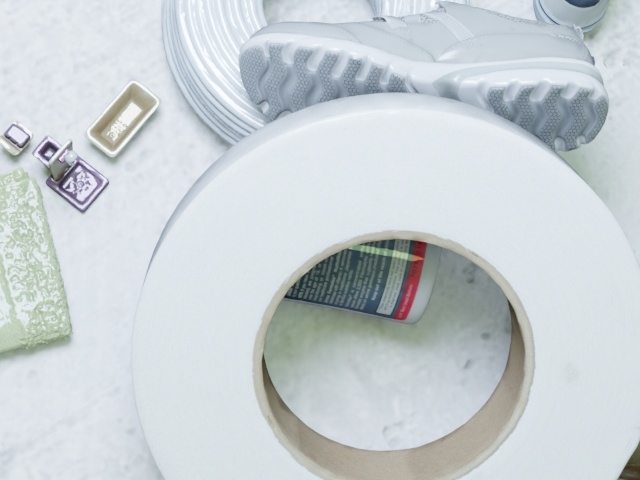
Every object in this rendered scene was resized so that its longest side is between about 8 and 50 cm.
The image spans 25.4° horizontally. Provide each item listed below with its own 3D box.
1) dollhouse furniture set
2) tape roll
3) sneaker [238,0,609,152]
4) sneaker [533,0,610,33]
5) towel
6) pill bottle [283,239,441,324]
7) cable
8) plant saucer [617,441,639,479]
[{"bbox_3d":[-0.191,-0.100,1.143,0.091,0.081,0.114,39,77,1],"label":"dollhouse furniture set"},{"bbox_3d":[0.055,0.084,1.065,0.392,0.072,0.392,-1,106,-3],"label":"tape roll"},{"bbox_3d":[0.077,-0.131,1.104,0.281,0.105,0.115,7,45,-1],"label":"sneaker"},{"bbox_3d":[0.235,-0.309,1.236,0.094,0.091,0.258,3,79,-7],"label":"sneaker"},{"bbox_3d":[-0.263,0.021,1.139,0.110,0.027,0.148,-16,81,-11],"label":"towel"},{"bbox_3d":[0.000,0.000,1.138,0.180,0.108,0.108,11,78,-6],"label":"pill bottle"},{"bbox_3d":[-0.003,-0.184,1.181,0.257,0.089,0.257,5,79,-7],"label":"cable"},{"bbox_3d":[0.264,0.120,1.192,0.168,0.029,0.168,2,79,-8],"label":"plant saucer"}]
